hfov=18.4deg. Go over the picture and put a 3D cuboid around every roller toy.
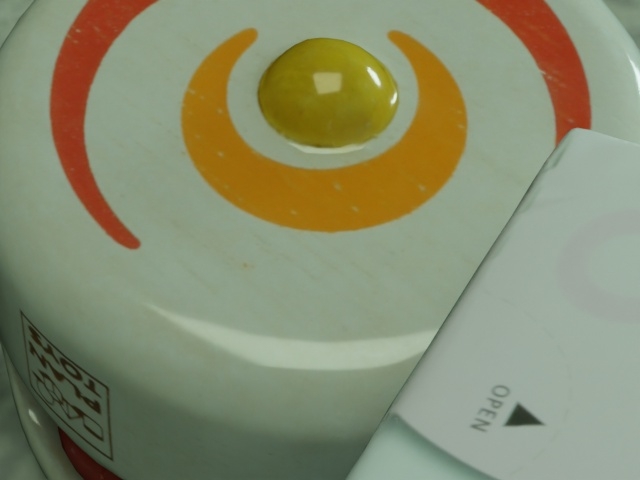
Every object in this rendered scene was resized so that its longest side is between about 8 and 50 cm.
[{"bbox_3d":[0.000,0.000,0.565,0.191,0.146,0.209,1,53,0],"label":"roller toy"}]

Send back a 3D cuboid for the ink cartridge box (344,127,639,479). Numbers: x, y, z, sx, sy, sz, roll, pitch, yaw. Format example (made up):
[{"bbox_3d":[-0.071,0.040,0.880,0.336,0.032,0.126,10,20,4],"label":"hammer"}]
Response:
[{"bbox_3d":[0.119,0.077,0.371,0.232,0.066,0.189,13,43,23],"label":"ink cartridge box"}]
